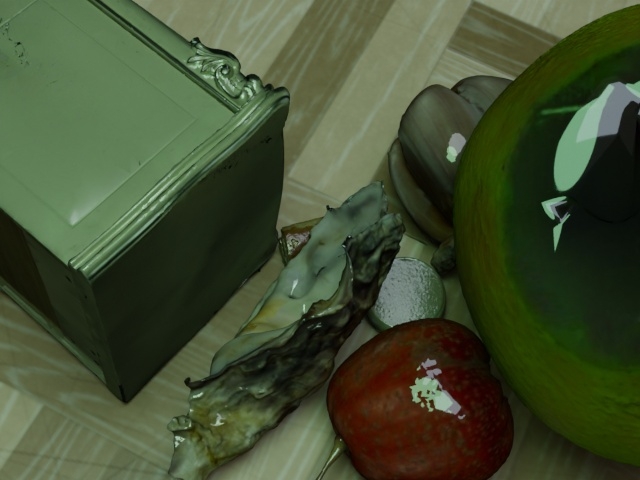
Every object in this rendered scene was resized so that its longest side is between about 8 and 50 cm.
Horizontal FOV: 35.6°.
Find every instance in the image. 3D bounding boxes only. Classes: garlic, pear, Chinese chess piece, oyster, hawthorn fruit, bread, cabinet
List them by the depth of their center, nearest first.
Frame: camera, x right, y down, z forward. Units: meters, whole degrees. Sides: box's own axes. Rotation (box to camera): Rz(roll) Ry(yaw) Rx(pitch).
[{"bbox_3d":[0.260,-0.028,0.756,0.399,0.165,0.399,-7,73,23],"label":"pear"},{"bbox_3d":[-0.220,-0.075,0.893,0.318,0.290,0.227,38,66,14],"label":"cabinet"},{"bbox_3d":[0.065,0.158,0.894,0.203,0.162,0.162,-20,65,5],"label":"hawthorn fruit"},{"bbox_3d":[-0.018,0.075,0.895,0.100,0.271,0.275,37,36,1],"label":"oyster"},{"bbox_3d":[0.084,0.058,0.994,0.084,0.034,0.084,0,68,0],"label":"Chinese chess piece"},{"bbox_3d":[0.180,-0.086,1.011,0.214,0.160,0.191,-14,71,-9],"label":"garlic"},{"bbox_3d":[0.000,0.000,1.018,0.083,0.036,0.047,-14,80,-13],"label":"bread"}]
